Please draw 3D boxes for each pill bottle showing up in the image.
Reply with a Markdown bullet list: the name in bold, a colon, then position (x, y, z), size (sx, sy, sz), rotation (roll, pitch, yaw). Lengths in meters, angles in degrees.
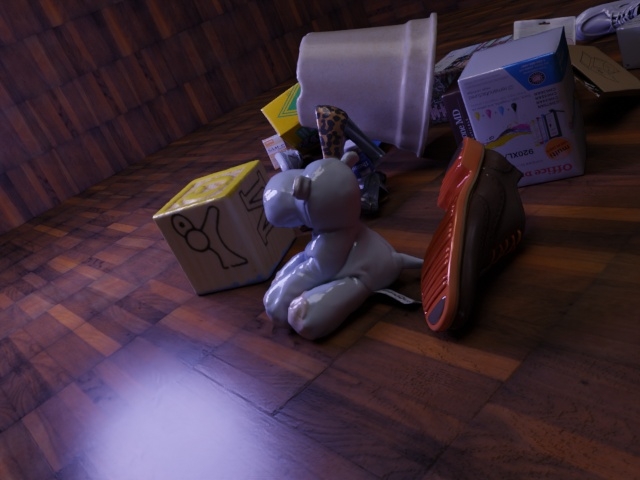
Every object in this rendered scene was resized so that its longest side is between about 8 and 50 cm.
- **pill bottle**: position (0.090, -0.176, 1.394), size (0.067, 0.120, 0.067), rotation (-21, 23, 9)

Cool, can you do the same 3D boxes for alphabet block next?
- **alphabet block**: position (-0.195, -0.028, 1.246), size (0.193, 0.197, 0.193), rotation (-13, 24, 23)

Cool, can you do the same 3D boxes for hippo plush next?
- **hippo plush**: position (0.000, 0.000, 0.937), size (0.294, 0.236, 0.234), rotation (0, 32, 45)

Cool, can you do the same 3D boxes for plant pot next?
- **plant pot**: position (0.107, -0.376, 1.421), size (0.306, 0.333, 0.333), rotation (5, 28, 7)

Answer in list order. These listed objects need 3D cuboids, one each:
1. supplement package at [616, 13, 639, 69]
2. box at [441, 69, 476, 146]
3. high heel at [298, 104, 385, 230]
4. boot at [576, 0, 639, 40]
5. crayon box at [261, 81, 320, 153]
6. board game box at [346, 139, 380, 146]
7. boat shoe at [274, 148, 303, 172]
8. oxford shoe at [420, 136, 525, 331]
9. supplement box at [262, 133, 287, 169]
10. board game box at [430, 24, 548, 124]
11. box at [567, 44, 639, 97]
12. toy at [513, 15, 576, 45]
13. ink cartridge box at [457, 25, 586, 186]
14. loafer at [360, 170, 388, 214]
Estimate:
- **supplement package**: position (0.812, -0.495, 1.410), size (0.179, 0.105, 0.105), rotation (-34, 24, -21)
- **box**: position (0.398, -0.290, 1.279), size (0.203, 0.168, 0.167), rotation (-10, 27, 31)
- **high heel**: position (-0.007, -0.163, 1.319), size (0.261, 0.186, 0.093), rotation (-47, 5, 6)
- **boot**: position (0.874, -0.656, 1.717), size (0.259, 0.095, 0.123), rotation (-22, 15, 1)
- **crayon box**: position (0.017, -0.403, 1.742), size (0.313, 0.106, 0.363), rotation (-33, -5, 7)
- **board game box**: position (0.114, -0.255, 1.667), size (0.133, 0.033, 0.168), rotation (-5, 34, 28)
- **boat shoe**: position (-0.090, -0.242, 1.769), size (0.076, 0.083, 0.226), rotation (-25, 22, 1)
- **oxford shoe**: position (0.240, -0.011, 0.875), size (0.133, 0.130, 0.363), rotation (22, 53, 0)
- **supplement box**: position (-0.138, -0.286, 1.894), size (0.062, 0.098, 0.036), rotation (-25, 22, 0)
- **board game box**: position (0.457, -0.448, 1.609), size (0.291, 0.141, 0.232), rotation (-2, 31, 42)
- **box**: position (0.572, -0.353, 1.226), size (0.201, 0.021, 0.164), rotation (-12, 53, -38)
- **toy**: position (0.523, -0.402, 1.387), size (0.137, 0.237, 0.056), rotation (2, -15, 17)
- **ink cartridge box**: position (0.383, -0.240, 1.099), size (0.171, 0.232, 0.168), rotation (-9, 29, 31)
- **loafer**: position (0.120, -0.101, 1.297), size (0.061, 0.062, 0.170), rotation (12, 37, 19)
